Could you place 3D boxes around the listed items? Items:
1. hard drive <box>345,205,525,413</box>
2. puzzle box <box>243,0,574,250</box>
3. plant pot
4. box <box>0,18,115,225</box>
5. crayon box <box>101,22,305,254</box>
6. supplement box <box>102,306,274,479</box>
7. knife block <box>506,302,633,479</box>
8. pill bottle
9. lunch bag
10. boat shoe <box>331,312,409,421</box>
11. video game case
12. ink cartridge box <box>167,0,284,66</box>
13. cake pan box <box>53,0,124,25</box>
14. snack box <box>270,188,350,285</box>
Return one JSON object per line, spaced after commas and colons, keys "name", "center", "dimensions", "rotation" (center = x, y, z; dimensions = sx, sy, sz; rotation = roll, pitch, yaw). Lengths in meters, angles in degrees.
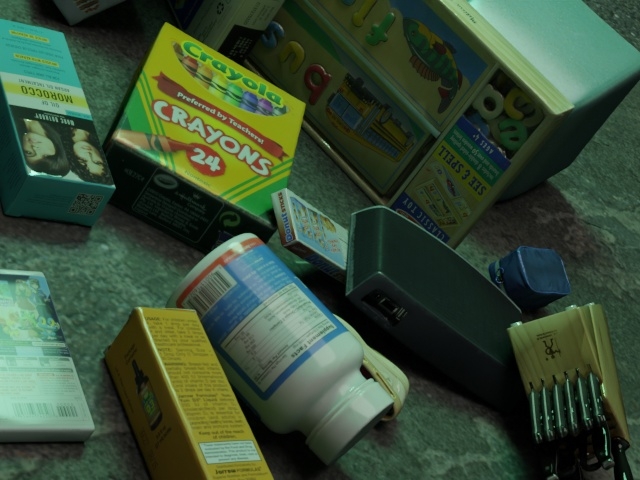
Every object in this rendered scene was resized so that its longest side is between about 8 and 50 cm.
{"name": "hard drive", "center": [0.139, 0.073, 1.560], "dimensions": [0.255, 0.054, 0.172], "rotation": [36, 32, -21]}
{"name": "puzzle box", "center": [0.084, -0.204, 1.679], "dimensions": [0.409, 0.272, 0.052], "rotation": [46, 37, 14]}
{"name": "plant pot", "center": [0.240, -0.198, 1.853], "dimensions": [0.248, 0.247, 0.252], "rotation": [45, 51, 11]}
{"name": "box", "center": [-0.298, -0.128, 1.418], "dimensions": [0.101, 0.060, 0.244], "rotation": [8, 43, -37]}
{"name": "crayon box", "center": [-0.131, -0.126, 1.555], "dimensions": [0.202, 0.081, 0.318], "rotation": [28, 34, -14]}
{"name": "supplement box", "center": [-0.115, 0.170, 1.215], "dimensions": [0.080, 0.078, 0.233], "rotation": [2, 48, -42]}
{"name": "knife block", "center": [0.298, 0.198, 1.543], "dimensions": [0.276, 0.088, 0.242], "rotation": [4, 69, -71]}
{"name": "pill bottle", "center": [-0.037, 0.109, 1.321], "dimensions": [0.221, 0.124, 0.124], "rotation": [46, 34, 11]}
{"name": "lunch bag", "center": [0.260, 0.051, 1.722], "dimensions": [0.098, 0.065, 0.067], "rotation": [8, 59, -39]}
{"name": "boat shoe", "center": [0.020, 0.128, 1.405], "dimensions": [0.170, 0.063, 0.059], "rotation": [33, 28, -8]}
{"name": "video game case", "center": [-0.311, 0.096, 1.173], "dimensions": [0.201, 0.023, 0.183], "rotation": [5, 45, -38]}
{"name": "ink cartridge box", "center": [-0.154, -0.403, 1.778], "dimensions": [0.069, 0.175, 0.371], "rotation": [5, 45, -40]}
{"name": "cake pan box", "center": [-0.224, -0.410, 1.670], "dimensions": [0.070, 0.267, 0.245], "rotation": [62, 8, -53]}
{"name": "snack box", "center": [0.000, 0.000, 1.497], "dimensions": [0.178, 0.022, 0.064], "rotation": [33, 40, -59]}
